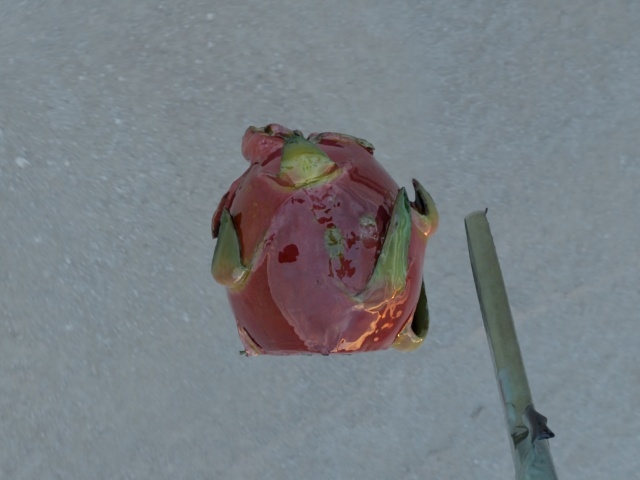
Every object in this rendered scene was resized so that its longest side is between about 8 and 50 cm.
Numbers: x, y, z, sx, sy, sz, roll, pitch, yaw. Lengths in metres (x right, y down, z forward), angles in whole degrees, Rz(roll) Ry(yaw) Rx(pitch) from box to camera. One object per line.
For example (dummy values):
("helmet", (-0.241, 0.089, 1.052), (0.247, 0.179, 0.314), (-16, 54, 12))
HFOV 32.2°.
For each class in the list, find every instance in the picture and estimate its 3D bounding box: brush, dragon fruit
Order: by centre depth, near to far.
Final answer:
("brush", (0.083, 0.075, 0.472), (0.020, 0.336, 0.085), (-9, 117, 6))
("dragon fruit", (0.002, 0.005, 1.050), (0.224, 0.224, 0.227), (8, 86, -21))
